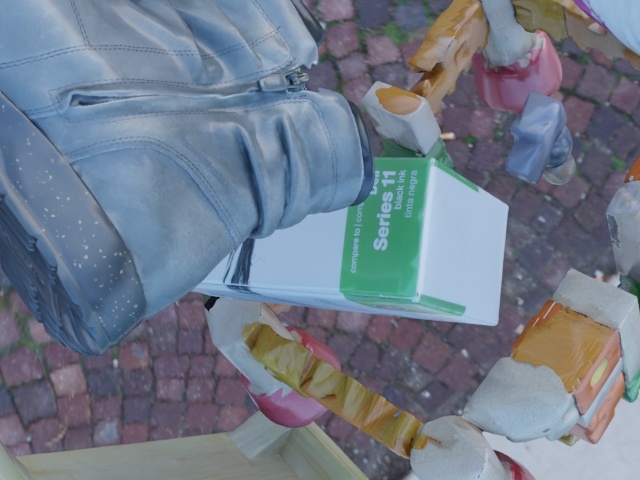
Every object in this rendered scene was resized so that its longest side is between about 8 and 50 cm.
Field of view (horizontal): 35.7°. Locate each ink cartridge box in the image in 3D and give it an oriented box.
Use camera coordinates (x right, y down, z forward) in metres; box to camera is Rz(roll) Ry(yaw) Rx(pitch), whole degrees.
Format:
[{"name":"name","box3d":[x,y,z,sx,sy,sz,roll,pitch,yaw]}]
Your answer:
[{"name":"ink cartridge box","box3d":[0.000,0.000,0.655,0.153,0.208,0.087,18,77,-62]}]

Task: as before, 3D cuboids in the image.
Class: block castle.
[{"name":"block castle","box3d":[0.153,0.006,0.844,0.453,0.303,0.213,-53,146,-13]}]

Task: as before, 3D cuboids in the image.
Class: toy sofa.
[{"name":"toy sofa","box3d":[-0.146,0.253,0.873,0.362,0.150,0.177,5,115,-46]}]

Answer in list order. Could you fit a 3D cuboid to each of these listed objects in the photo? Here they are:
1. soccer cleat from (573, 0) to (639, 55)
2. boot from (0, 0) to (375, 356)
[{"name":"soccer cleat","box3d":[0.170,-0.086,0.334,0.116,0.331,0.143,-47,147,18]},{"name":"boot","box3d":[-0.092,-0.090,0.403,0.161,0.083,0.246,-36,99,-30]}]
